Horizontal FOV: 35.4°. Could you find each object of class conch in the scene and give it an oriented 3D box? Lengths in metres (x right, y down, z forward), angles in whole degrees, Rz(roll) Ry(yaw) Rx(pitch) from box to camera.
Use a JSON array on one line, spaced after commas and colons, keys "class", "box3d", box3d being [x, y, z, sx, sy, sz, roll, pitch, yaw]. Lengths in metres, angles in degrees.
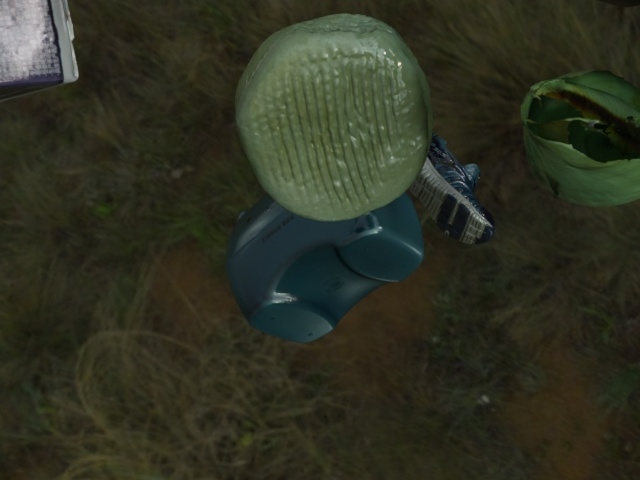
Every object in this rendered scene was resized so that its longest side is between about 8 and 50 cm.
[{"class": "conch", "box3d": [0.266, -0.099, 0.935, 0.137, 0.250, 0.143, -36, 87, 7]}]

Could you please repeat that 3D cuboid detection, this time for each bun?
[{"class": "bun", "box3d": [0.014, -0.133, 1.034, 0.221, 0.221, 0.108, -39, 30, 13]}]

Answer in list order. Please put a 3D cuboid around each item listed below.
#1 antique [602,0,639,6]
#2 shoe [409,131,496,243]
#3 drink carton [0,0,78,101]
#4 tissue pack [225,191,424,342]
[{"class": "antique", "box3d": [0.284, -0.352, 0.964, 0.185, 0.255, 0.322, -17, 106, 28]}, {"class": "shoe", "box3d": [0.208, -0.086, 1.563, 0.106, 0.091, 0.207, -26, 66, -22]}, {"class": "drink carton", "box3d": [-0.316, -0.149, 0.752, 0.134, 0.222, 0.102, -1, 100, 44]}, {"class": "tissue pack", "box3d": [0.000, 0.000, 1.507, 0.287, 0.198, 0.206, -38, 49, 26]}]
